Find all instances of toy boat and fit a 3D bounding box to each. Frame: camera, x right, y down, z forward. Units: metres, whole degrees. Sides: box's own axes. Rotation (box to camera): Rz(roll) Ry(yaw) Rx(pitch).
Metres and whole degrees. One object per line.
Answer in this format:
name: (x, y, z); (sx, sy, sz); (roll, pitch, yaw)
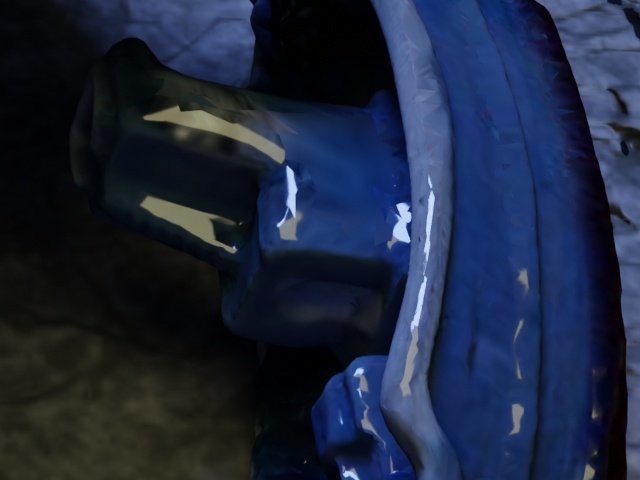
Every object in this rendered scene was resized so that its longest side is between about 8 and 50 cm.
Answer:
toy boat: (0.000, 0.000, 0.548); (0.142, 0.129, 0.309); (8, 49, -18)
